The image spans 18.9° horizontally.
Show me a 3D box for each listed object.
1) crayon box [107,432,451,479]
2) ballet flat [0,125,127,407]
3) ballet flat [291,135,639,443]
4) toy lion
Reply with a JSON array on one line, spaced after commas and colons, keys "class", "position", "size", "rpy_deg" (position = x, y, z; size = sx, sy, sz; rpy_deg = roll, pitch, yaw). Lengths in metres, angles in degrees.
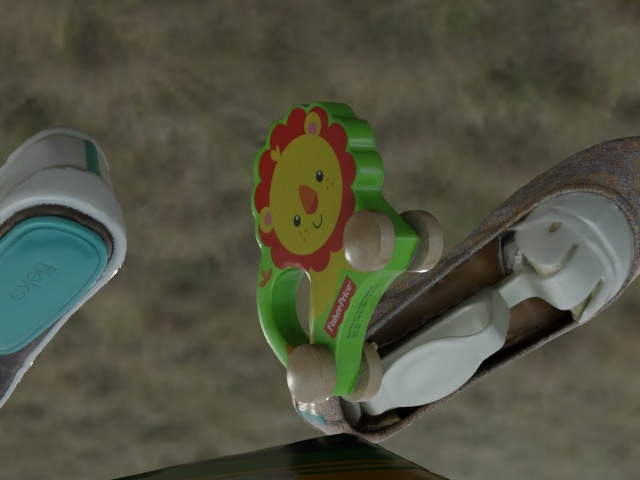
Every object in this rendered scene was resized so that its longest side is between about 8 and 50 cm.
[{"class": "crayon box", "position": [-0.109, 0.123, 0.415], "size": [0.323, 0.083, 0.203], "rpy_deg": [-12, -175, -15]}, {"class": "ballet flat", "position": [-0.277, 0.052, 1.477], "size": [0.139, 0.139, 0.400], "rpy_deg": [6, 142, -45]}, {"class": "ballet flat", "position": [0.126, 0.042, 1.288], "size": [0.316, 0.107, 0.106], "rpy_deg": [-36, -167, -2]}, {"class": "toy lion", "position": [0.000, 0.000, 0.751], "size": [0.034, 0.100, 0.096], "rpy_deg": [0, -147, -38]}]
